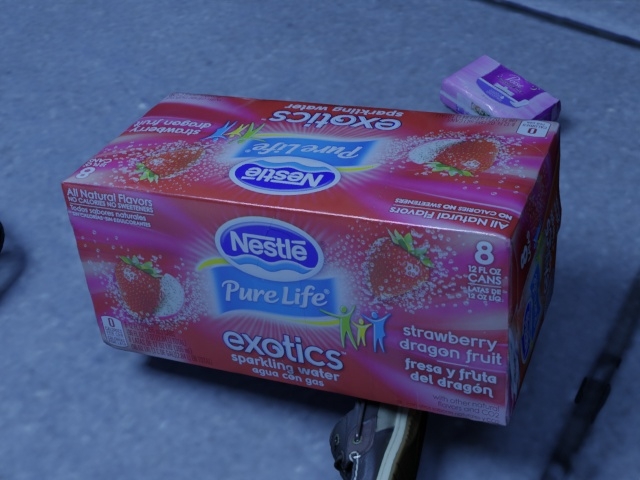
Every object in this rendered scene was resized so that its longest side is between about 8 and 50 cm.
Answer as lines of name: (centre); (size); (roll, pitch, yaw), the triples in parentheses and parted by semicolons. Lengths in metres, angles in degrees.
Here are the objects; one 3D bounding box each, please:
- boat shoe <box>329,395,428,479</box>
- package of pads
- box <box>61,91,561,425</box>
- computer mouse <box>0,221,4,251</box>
boat shoe: (0.029, 0.118, 0.524); (0.049, 0.056, 0.152); (5, 39, 17)
package of pads: (0.139, -0.108, 0.722); (0.050, 0.032, 0.083); (-35, 56, -22)
box: (0.000, 0.000, 0.541); (0.257, 0.122, 0.128); (8, 35, 22)
computer mouse: (-0.347, 0.005, 0.619); (0.262, 0.060, 0.184); (17, 63, 17)
